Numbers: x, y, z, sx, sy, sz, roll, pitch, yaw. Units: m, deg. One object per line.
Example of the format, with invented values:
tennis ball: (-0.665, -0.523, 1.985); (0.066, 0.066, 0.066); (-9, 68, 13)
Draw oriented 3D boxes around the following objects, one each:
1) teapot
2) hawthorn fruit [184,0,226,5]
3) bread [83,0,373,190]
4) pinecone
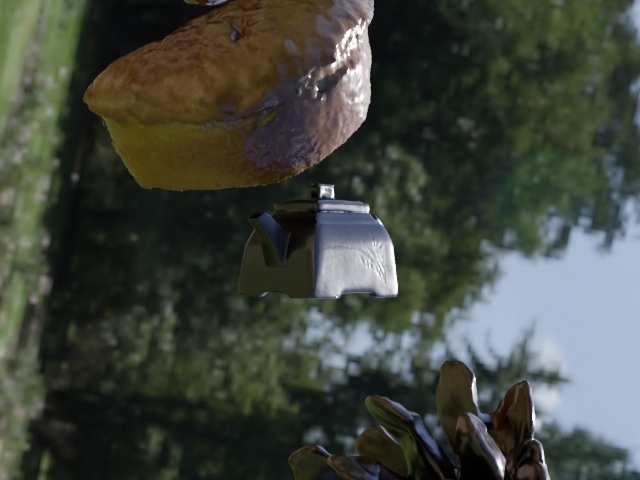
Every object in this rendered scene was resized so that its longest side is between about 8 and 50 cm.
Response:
teapot: (0.000, 0.000, 1.456); (0.087, 0.177, 0.096); (1, -90, 39)
hawthorn fruit: (-0.110, -0.304, 1.604); (0.172, 0.148, 0.148); (-56, -167, 14)
bread: (-0.051, -0.122, 1.422); (0.134, 0.260, 0.129); (47, -19, 58)
pinecone: (0.057, 0.190, 1.049); (0.229, 0.201, 0.202); (-122, -167, -68)
